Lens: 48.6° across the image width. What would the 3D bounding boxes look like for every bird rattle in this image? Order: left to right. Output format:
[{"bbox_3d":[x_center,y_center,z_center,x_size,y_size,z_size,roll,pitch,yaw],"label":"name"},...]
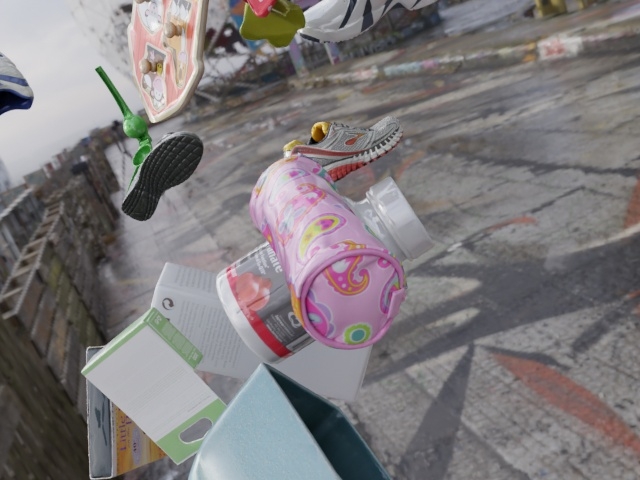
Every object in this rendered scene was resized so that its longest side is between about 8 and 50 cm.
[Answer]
[{"bbox_3d":[-0.044,-0.363,0.896,0.207,0.143,0.253,-40,3,-10],"label":"bird rattle"}]

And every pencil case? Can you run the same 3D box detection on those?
[{"bbox_3d":[0.000,0.000,0.790,0.124,0.124,0.284,-23,28,-4],"label":"pencil case"}]

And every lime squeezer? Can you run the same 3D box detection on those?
[{"bbox_3d":[-0.409,-0.215,1.509,0.110,0.310,0.059,-7,-9,-43],"label":"lime squeezer"}]

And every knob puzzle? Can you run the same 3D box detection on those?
[{"bbox_3d":[-0.209,-0.244,0.905,0.030,0.213,0.213,-9,4,-40],"label":"knob puzzle"}]

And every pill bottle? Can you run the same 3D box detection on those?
[{"bbox_3d":[0.011,0.041,1.110,0.318,0.176,0.176,-33,14,7],"label":"pill bottle"}]

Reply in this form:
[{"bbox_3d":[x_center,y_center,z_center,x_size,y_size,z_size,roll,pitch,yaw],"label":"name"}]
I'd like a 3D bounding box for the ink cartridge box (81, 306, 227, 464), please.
[{"bbox_3d":[-0.260,0.247,1.190,0.171,0.235,0.056,-38,13,23],"label":"ink cartridge box"}]

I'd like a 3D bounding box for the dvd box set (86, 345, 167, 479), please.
[{"bbox_3d":[-0.480,0.428,1.845,0.062,0.307,0.420,-7,-10,8],"label":"dvd box set"}]

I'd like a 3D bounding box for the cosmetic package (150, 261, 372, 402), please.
[{"bbox_3d":[-0.135,0.191,1.520,0.453,0.161,0.230,14,8,-9],"label":"cosmetic package"}]

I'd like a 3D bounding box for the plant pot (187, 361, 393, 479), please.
[{"bbox_3d":[-0.055,0.387,1.069,0.252,0.248,0.247,-45,47,3],"label":"plant pot"}]

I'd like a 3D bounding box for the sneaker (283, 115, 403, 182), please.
[{"bbox_3d":[0.040,-0.152,1.102,0.225,0.093,0.088,-29,7,-33],"label":"sneaker"}]

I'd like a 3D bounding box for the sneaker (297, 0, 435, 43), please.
[{"bbox_3d":[0.061,-0.394,1.032,0.235,0.153,0.094,-18,42,2],"label":"sneaker"}]

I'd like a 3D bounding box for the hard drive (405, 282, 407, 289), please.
[{"bbox_3d":[0.053,0.038,1.523,0.254,0.054,0.172,13,38,-17],"label":"hard drive"}]

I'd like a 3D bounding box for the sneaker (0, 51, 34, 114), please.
[{"bbox_3d":[-0.646,-0.224,1.242,0.296,0.131,0.112,-43,-6,-27],"label":"sneaker"}]

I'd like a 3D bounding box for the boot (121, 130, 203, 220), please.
[{"bbox_3d":[-0.300,-0.162,1.363,0.246,0.083,0.161,-40,30,35],"label":"boot"}]
